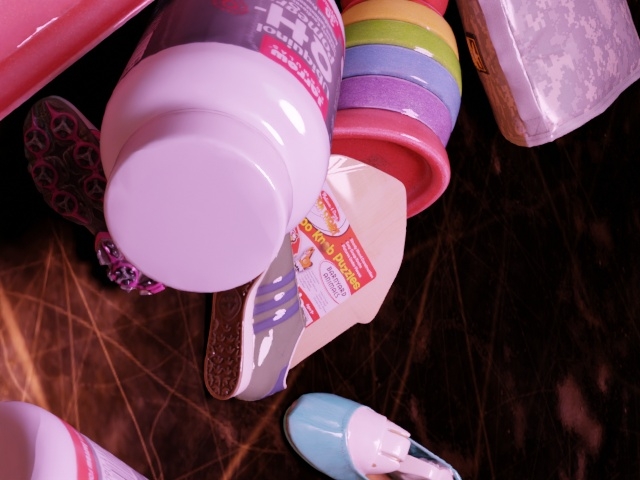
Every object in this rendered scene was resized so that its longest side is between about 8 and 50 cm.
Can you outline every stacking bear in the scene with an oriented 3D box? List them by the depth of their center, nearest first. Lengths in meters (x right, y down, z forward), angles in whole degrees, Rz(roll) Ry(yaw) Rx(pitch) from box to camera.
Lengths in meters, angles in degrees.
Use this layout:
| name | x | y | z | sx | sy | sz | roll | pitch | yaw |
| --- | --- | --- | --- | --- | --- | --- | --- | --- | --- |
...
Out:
| name | x | y | z | sx | sy | sz | roll | pitch | yaw |
| --- | --- | --- | --- | --- | --- | --- | --- | --- | --- |
| stacking bear | 0.068 | -0.187 | 1.305 | 0.175 | 0.164 | 0.289 | 38 | 49 | -40 |

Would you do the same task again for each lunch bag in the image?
| name | x | y | z | sx | sy | sz | roll | pitch | yaw |
| --- | --- | --- | --- | --- | --- | --- | --- | --- | --- |
| lunch bag | 0.268 | -0.261 | 1.549 | 0.287 | 0.169 | 0.235 | -37 | 110 | -53 |

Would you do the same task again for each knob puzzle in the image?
| name | x | y | z | sx | sy | sz | roll | pitch | yaw |
| --- | --- | --- | --- | --- | --- | --- | --- | --- | --- |
| knob puzzle | 0.000 | 0.000 | 1.213 | 0.213 | 0.030 | 0.213 | -5 | 103 | -22 |

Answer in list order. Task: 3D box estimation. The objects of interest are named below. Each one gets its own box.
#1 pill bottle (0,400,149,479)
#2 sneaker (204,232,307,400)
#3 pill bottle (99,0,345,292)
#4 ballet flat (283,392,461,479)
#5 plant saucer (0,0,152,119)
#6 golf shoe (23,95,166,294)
| name | x | y | z | sx | sy | sz | roll | pitch | yaw |
| --- | --- | --- | --- | --- | --- | --- | --- | --- | --- |
| pill bottle | -0.140 | 0.286 | 0.887 | 0.363 | 0.210 | 0.210 | 45 | 50 | -35 |
| sneaker | -0.050 | 0.055 | 1.158 | 0.086 | 0.064 | 0.192 | 15 | 84 | -48 |
| pill bottle | -0.076 | -0.100 | 1.004 | 0.176 | 0.176 | 0.318 | 56 | 22 | -26 |
| ballet flat | 0.069 | 0.217 | 1.256 | 0.247 | 0.087 | 0.083 | 40 | 53 | -38 |
| plant saucer | -0.233 | -0.253 | 0.927 | 0.259 | 0.048 | 0.258 | -41 | 131 | -15 |
| golf shoe | -0.181 | -0.044 | 1.041 | 0.186 | 0.067 | 0.086 | 60 | 19 | -25 |
